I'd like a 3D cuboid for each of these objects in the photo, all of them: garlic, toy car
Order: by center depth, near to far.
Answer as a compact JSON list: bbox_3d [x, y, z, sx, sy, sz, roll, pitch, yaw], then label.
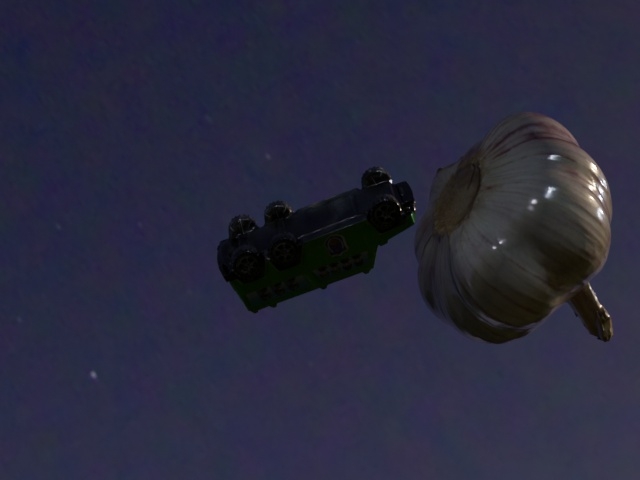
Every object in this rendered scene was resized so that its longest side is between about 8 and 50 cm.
[{"bbox_3d":[0.000,0.000,1.197,0.165,0.071,0.062,-20,-63,4],"label":"toy car"},{"bbox_3d":[0.229,0.020,1.577,0.253,0.245,0.245,37,-79,-22],"label":"garlic"}]
